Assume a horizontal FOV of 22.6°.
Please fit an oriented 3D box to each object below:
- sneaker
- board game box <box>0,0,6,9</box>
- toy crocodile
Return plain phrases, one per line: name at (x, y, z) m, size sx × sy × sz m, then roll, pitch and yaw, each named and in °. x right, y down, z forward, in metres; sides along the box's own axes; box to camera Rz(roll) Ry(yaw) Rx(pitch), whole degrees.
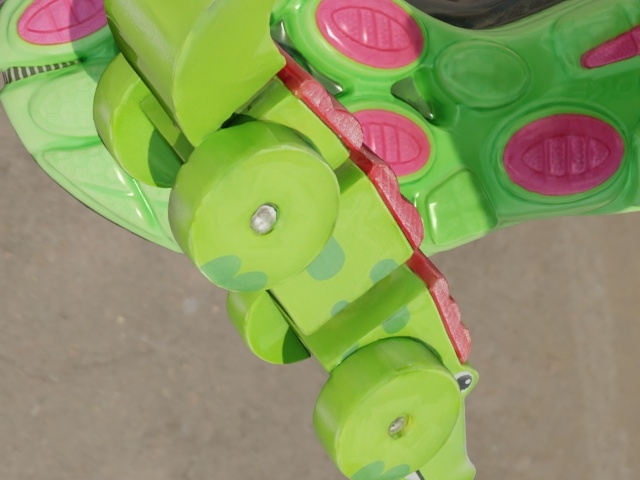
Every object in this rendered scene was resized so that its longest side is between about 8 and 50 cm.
sneaker at (0.041, -0.079, 0.939) m, size 0.482 × 0.202 × 0.185 m, roll 0°, pitch 94°, yaw -26°
board game box at (-0.228, -0.237, 0.885) m, size 0.291 × 0.232 × 0.141 m, roll -25°, pitch 172°, yaw 9°
toy crocodile at (0.000, 0.000, 0.693) m, size 0.105 × 0.115 × 0.341 m, roll -35°, pitch 131°, yaw -5°
